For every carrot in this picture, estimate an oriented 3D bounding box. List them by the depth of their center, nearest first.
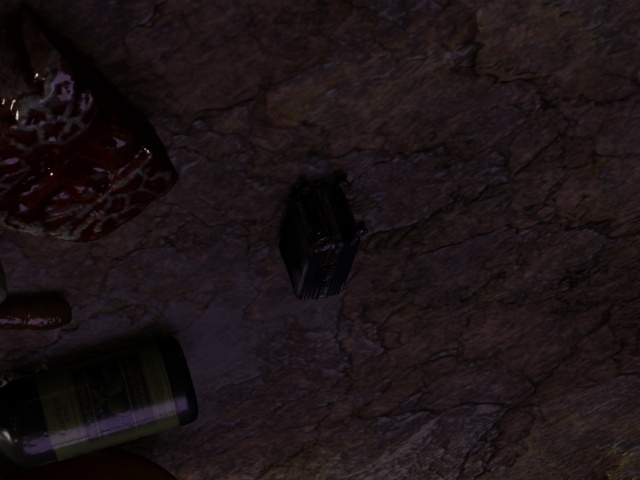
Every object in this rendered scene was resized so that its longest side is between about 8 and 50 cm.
[{"bbox_3d":[-0.330,0.076,1.732,0.165,0.035,0.035,-1,145,-27],"label":"carrot"}]

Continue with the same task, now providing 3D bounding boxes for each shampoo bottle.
[{"bbox_3d":[-0.281,0.189,1.880,0.284,0.101,0.101,-15,150,-9],"label":"shampoo bottle"}]

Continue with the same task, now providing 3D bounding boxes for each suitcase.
[{"bbox_3d":[0.000,0.000,1.757,0.059,0.086,0.126,-8,148,-18],"label":"suitcase"}]

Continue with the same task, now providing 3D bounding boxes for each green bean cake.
[{"bbox_3d":[-0.223,-0.087,1.464,0.198,0.097,0.233,-35,147,23],"label":"green bean cake"}]

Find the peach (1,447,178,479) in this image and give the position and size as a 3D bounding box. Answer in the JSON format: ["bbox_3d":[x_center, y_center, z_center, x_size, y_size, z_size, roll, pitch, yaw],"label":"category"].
[{"bbox_3d":[-0.280,0.363,2.027,0.281,0.238,0.281,15,176,1],"label":"peach"}]

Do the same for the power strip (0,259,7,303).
[{"bbox_3d":[-0.401,-0.001,1.530,0.093,0.053,0.288,-29,144,15],"label":"power strip"}]
